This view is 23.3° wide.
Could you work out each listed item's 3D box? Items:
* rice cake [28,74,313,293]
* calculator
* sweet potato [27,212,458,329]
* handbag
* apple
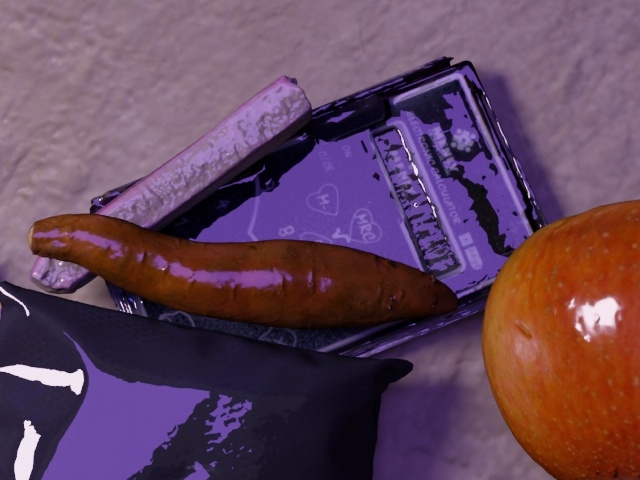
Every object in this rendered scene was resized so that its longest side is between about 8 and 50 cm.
[{"bbox_3d":[-0.093,-0.031,0.959,0.207,0.047,0.036,-36,82,-4],"label":"rice cake"},{"bbox_3d":[0.000,0.000,0.987,0.274,0.028,0.165,-22,76,-5],"label":"calculator"},{"bbox_3d":[-0.043,0.024,0.929,0.265,0.057,0.057,6,75,-12],"label":"sweet potato"},{"bbox_3d":[-0.083,0.150,0.908,0.254,0.089,0.211,12,82,-11],"label":"handbag"},{"bbox_3d":[0.212,0.070,0.871,0.235,0.210,0.173,-6,71,20],"label":"apple"}]
